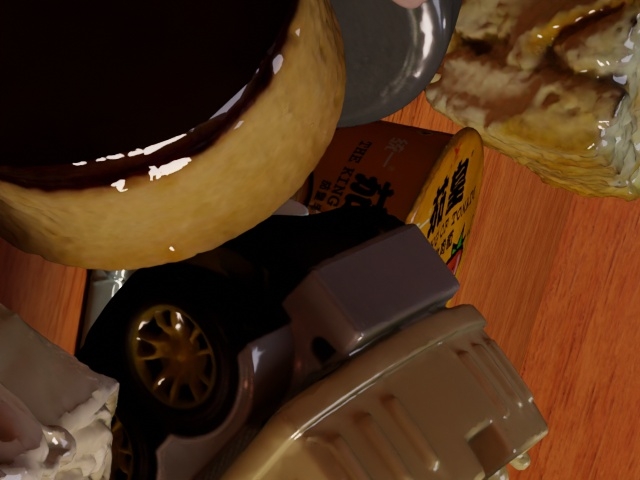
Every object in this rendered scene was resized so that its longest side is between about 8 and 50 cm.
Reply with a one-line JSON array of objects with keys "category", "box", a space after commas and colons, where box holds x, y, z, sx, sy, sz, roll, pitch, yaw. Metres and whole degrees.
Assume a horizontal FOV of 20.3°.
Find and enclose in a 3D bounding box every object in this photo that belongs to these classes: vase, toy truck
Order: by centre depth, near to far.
[{"category": "toy truck", "box": [-0.050, 0.169, 0.936, 0.180, 0.254, 0.405, -19, 157, -50]}, {"category": "vase", "box": [0.035, -0.229, 1.136, 0.321, 0.173, 0.173, -64, 165, -46]}]

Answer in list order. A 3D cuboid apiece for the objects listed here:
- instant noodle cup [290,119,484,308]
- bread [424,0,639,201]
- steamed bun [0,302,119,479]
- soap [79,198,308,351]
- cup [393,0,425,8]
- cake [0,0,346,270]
[{"category": "instant noodle cup", "box": [0.000, 0.000, 1.241, 0.216, 0.172, 0.216, 19, 90, -75]}, {"category": "bread", "box": [0.223, -0.254, 1.587, 0.239, 0.264, 0.395, 18, 92, -63]}, {"category": "steamed bun", "box": [-0.196, 0.097, 0.748, 0.218, 0.144, 0.211, -39, 171, -11]}, {"category": "soap", "box": [-0.085, 0.059, 1.118, 0.066, 0.119, 0.198, -42, 148, -60]}, {"category": "cup", "box": [-0.044, -0.190, 0.649, 0.191, 0.253, 0.200, -45, -158, 12]}, {"category": "cake", "box": [-0.093, -0.070, 0.816, 0.178, 0.207, 0.185, 90, -17, -61]}]
